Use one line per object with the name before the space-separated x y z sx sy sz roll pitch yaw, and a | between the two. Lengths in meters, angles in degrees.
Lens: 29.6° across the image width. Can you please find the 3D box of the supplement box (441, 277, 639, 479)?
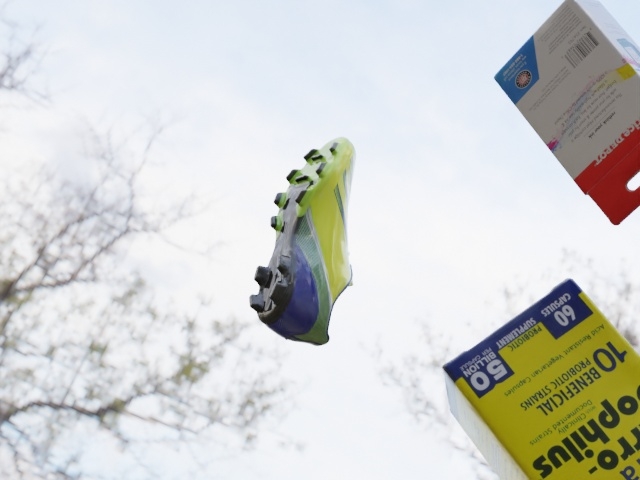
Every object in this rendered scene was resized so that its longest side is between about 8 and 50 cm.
supplement box | 0.329 0.259 1.439 0.356 0.194 0.195 52 -8 24

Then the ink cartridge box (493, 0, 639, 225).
ink cartridge box | 0.317 -0.143 1.350 0.134 0.078 0.231 -47 -115 31

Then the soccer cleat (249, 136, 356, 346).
soccer cleat | -0.001 0.001 1.524 0.121 0.289 0.093 34 -34 -26
